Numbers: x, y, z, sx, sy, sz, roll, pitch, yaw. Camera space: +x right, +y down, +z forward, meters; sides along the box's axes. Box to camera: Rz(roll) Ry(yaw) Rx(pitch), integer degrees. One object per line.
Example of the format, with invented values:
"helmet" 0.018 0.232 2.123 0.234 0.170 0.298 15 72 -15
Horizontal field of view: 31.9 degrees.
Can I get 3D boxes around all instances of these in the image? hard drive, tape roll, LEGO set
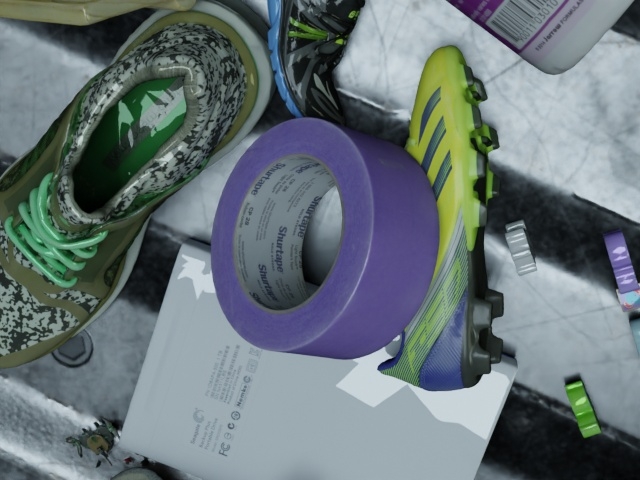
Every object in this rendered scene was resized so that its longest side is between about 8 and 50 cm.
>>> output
"hard drive" -0.007 0.150 1.033 0.318 0.040 0.210 20 103 4
"tape roll" 0.000 0.000 0.910 0.189 0.080 0.189 -12 73 45
"LEGO set" -0.207 0.198 1.100 0.083 0.023 0.054 27 110 -12

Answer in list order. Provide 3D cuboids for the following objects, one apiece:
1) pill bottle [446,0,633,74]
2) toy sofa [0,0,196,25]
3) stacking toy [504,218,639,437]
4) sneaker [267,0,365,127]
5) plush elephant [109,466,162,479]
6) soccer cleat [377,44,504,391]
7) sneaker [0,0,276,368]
"pill bottle" 0.109 -0.275 0.838 0.301 0.169 0.169 37 108 -2
"toy sofa" -0.188 -0.357 0.861 0.150 0.177 0.363 13 120 39
"stacking toy" 0.270 0.056 0.960 0.167 0.052 0.221 -19 102 14
"sneaker" -0.001 -0.177 0.935 0.078 0.067 0.188 -3 102 17
"plush elephant" -0.146 0.357 1.016 0.330 0.255 0.272 -37 89 -28
"soccer cleat" 0.087 -0.017 0.936 0.121 0.093 0.289 0 94 21
"sneaker" -0.207 -0.038 0.948 0.158 0.182 0.410 39 108 -2
